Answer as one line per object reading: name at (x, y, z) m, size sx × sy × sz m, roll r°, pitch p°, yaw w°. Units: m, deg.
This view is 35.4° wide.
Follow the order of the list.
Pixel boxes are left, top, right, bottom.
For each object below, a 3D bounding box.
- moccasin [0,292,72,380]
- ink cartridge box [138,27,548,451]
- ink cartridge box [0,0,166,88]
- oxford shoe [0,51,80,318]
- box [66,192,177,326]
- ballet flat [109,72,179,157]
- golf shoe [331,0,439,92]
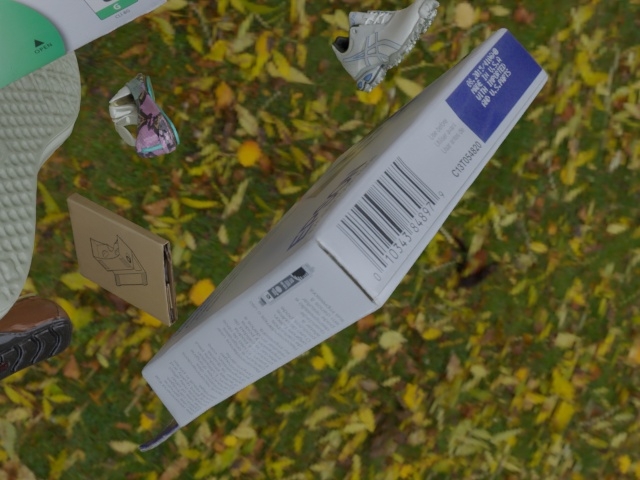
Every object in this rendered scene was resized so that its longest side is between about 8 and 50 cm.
moccasin at (-0.619, 0.181, 1.725) m, size 0.380 × 0.147 × 0.139 m, roll -28°, pitch 140°, yaw -38°
ink cartridge box at (0.000, 0.000, 0.550) m, size 0.045 × 0.224 × 0.223 m, roll 46°, pitch 45°, yaw -5°
ink cartridge box at (-0.222, -0.184, 0.607) m, size 0.181 × 0.056 × 0.225 m, roll -25°, pitch 154°, yaw 7°
oxford shoe at (-0.309, -0.088, 0.859) m, size 0.130 × 0.449 × 0.169 m, roll -28°, pitch 129°, yaw 23°
box at (-0.307, 0.029, 1.555) m, size 0.021 × 0.201 × 0.164 m, roll -40°, pitch 145°, yaw -38°
ballet flat at (-0.270, -0.187, 1.489) m, size 0.079 × 0.221 × 0.077 m, roll -18°, pitch 126°, yaw -10°
golf shoe at (0.070, -0.249, 1.206) m, size 0.086 × 0.176 × 0.069 m, roll 42°, pitch 55°, yaw -7°
